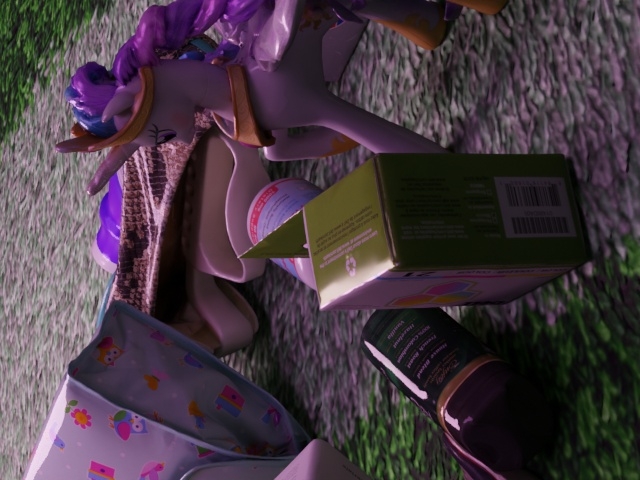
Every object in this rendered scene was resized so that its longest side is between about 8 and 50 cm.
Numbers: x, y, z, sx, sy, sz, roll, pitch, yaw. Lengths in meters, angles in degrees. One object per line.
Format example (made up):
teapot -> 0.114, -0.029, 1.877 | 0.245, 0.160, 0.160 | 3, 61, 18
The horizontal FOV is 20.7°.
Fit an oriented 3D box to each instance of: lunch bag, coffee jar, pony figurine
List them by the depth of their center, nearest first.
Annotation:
pony figurine -> -0.027, -0.193, 1.476 | 0.303, 0.363, 0.351 | 46, 127, 51
coffee jar -> 0.115, 0.118, 1.481 | 0.079, 0.096, 0.184 | -48, 36, -2
lunch bag -> -0.156, 0.227, 1.823 | 0.223, 0.262, 0.160 | -61, 0, 40

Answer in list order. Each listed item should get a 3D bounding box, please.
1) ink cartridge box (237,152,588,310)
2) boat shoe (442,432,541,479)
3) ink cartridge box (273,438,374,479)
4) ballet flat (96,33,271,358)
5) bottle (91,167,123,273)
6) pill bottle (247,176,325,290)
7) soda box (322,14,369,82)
ink cartridge box -> 0.071, 0.014, 1.476 | 0.255, 0.189, 0.097 | -35, 61, 56
boat shoe -> 0.145, 0.201, 1.483 | 0.137, 0.049, 0.043 | 39, 124, 48
ink cartridge box -> -0.049, 0.379, 1.436 | 0.279, 0.160, 0.384 | -46, 10, 18
ballet flat -> -0.135, 0.012, 1.843 | 0.182, 0.164, 0.482 | 31, 131, 27
bottle -> -0.187, -0.070, 2.014 | 0.283, 0.092, 0.118 | -58, 42, 42
pill bottle -> 0.000, 0.000, 1.695 | 0.160, 0.087, 0.087 | 33, 117, 56
soda box -> 0.014, -0.288, 1.675 | 0.286, 0.098, 0.091 | -63, 39, 38
